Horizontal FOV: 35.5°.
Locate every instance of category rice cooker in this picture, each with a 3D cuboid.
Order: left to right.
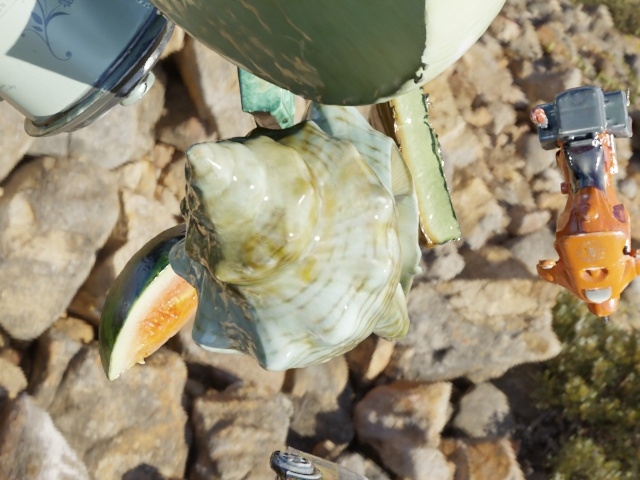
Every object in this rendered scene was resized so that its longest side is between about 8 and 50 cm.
[{"bbox_3d":[-0.319,-0.277,1.203,0.316,0.317,0.264,15,38,-12],"label":"rice cooker"}]

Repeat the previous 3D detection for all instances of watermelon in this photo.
[{"bbox_3d":[-0.176,0.057,1.182,0.063,0.119,0.245,22,61,40],"label":"watermelon"}]

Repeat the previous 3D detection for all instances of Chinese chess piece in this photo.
[{"bbox_3d":[-0.032,-0.242,0.611,0.349,0.349,0.146,35,73,8],"label":"Chinese chess piece"}]

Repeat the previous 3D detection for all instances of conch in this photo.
[{"bbox_3d":[-0.013,-0.006,0.714,0.169,0.386,0.203,24,85,11],"label":"conch"}]

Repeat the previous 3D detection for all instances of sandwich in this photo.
[{"bbox_3d":[0.100,-0.115,1.382,0.063,0.212,0.245,-16,98,-16],"label":"sandwich"}]

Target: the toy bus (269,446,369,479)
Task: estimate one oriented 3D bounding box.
[{"bbox_3d":[-0.004,0.239,0.793,0.106,0.092,0.268,17,2,-1],"label":"toy bus"}]

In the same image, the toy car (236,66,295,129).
[{"bbox_3d":[-0.065,-0.271,0.995,0.097,0.141,0.321,-4,87,4],"label":"toy car"}]

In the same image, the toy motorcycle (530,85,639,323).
[{"bbox_3d":[0.355,-0.054,1.325,0.147,0.221,0.326,-7,82,18],"label":"toy motorcycle"}]
